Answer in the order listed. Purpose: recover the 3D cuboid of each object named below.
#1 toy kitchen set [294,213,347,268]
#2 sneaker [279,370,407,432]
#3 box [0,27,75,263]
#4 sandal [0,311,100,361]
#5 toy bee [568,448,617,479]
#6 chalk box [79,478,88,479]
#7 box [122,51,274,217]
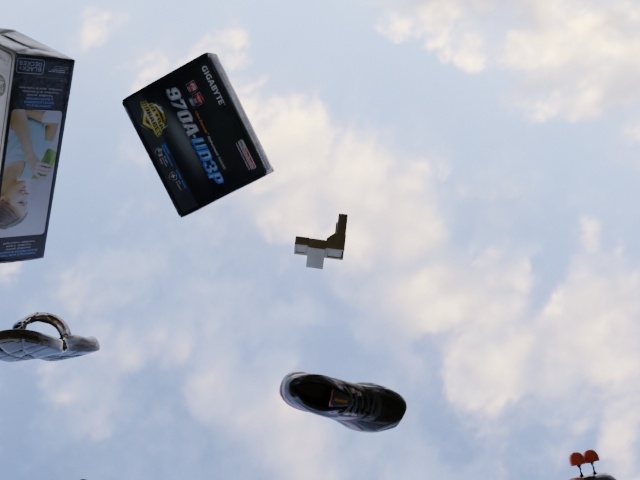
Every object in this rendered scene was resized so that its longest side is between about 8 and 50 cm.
[{"bbox_3d":[0.000,0.000,1.320,0.083,0.068,0.075,7,-122,0],"label":"toy kitchen set"},{"bbox_3d":[0.030,0.223,1.059,0.178,0.077,0.072,8,-101,-1],"label":"sneaker"},{"bbox_3d":[-0.439,-0.133,1.062,0.169,0.290,0.087,28,-159,35],"label":"box"},{"bbox_3d":[-0.364,0.126,1.030,0.090,0.219,0.060,-13,-101,12],"label":"sandal"},{"bbox_3d":[0.356,0.352,0.968,0.298,0.195,0.162,-6,-95,38],"label":"toy bee"},{"bbox_3d":[-0.334,0.472,1.048,0.180,0.179,0.289,32,-129,-23],"label":"chalk box"},{"bbox_3d":[-0.203,-0.172,1.286,0.175,0.220,0.051,-24,-175,17],"label":"box"}]
